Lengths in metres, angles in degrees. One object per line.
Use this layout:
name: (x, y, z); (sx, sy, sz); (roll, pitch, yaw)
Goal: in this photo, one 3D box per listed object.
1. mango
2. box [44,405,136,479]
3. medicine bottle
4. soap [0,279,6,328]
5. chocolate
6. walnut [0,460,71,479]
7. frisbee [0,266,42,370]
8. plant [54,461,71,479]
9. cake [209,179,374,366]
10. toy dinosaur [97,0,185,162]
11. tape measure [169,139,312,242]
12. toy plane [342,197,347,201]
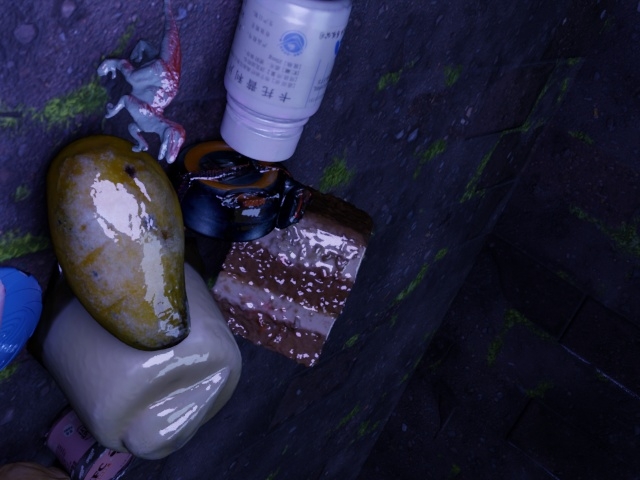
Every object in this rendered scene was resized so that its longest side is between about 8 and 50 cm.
mango: (-0.293, 0.007, 1.309); (0.175, 0.176, 0.330); (-40, 128, -56)
box: (-0.444, 0.393, 1.719); (0.151, 0.135, 0.151); (-41, 154, -24)
medicine bottle: (-0.067, -0.287, 1.455); (0.170, 0.170, 0.293); (-28, 147, -48)
soap: (-0.512, 0.083, 1.133); (0.192, 0.109, 0.324); (-15, 136, -44)
chocolate: (-0.277, 0.192, 1.497); (0.314, 0.297, 0.326); (0, 121, -48)
walnut: (-0.528, 0.500, 1.592); (0.228, 0.228, 0.228); (-43, 156, -25)
frisbee: (-0.515, 0.148, 1.346); (0.242, 0.045, 0.242); (-42, 154, -27)
plant: (-0.507, 0.492, 1.796); (0.143, 0.092, 0.094); (-62, 165, -4)
cake: (-0.057, 0.052, 1.734); (0.282, 0.255, 0.290); (-62, 174, -74)
toy dinosaur: (-0.222, -0.238, 1.238); (0.242, 0.167, 0.053); (-66, 156, -10)
tape measure: (-0.151, -0.089, 1.519); (0.222, 0.202, 0.135); (-19, 136, -43)
toy plane: (-0.008, -0.006, 2.107); (0.262, 0.088, 0.192); (-14, 130, -44)
